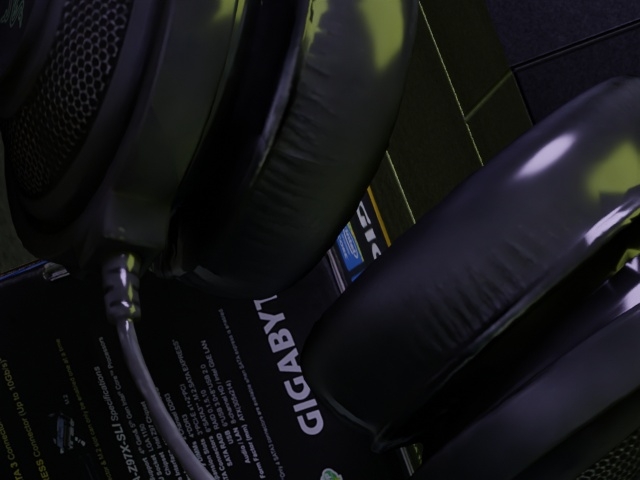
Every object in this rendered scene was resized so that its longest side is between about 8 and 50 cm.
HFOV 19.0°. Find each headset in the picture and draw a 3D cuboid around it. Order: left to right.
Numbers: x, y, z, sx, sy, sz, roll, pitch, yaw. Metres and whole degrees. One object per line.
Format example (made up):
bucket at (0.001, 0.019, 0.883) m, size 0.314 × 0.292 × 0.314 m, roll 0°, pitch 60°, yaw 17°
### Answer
headset at (0.000, 0.000, 0.525) m, size 0.243 × 0.185 × 0.394 m, roll 36°, pitch 47°, yaw -6°

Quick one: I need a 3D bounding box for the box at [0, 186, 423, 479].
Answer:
box at (-0.056, 0.160, 0.658) m, size 0.322 × 0.257 × 0.079 m, roll 69°, pitch 18°, yaw -3°
